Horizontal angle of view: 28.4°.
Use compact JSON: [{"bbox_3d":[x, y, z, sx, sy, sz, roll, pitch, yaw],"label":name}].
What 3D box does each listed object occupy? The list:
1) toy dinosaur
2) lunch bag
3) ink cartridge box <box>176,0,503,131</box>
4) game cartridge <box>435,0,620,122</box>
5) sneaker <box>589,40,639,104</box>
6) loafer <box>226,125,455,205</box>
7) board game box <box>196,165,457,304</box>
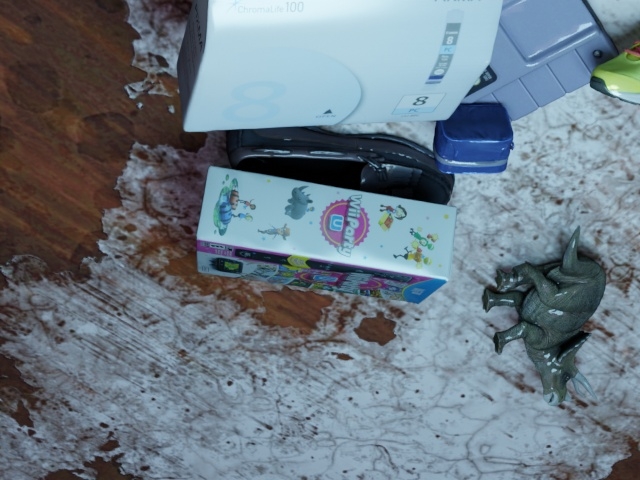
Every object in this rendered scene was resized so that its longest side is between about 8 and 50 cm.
[{"bbox_3d":[0.319,0.079,1.718,0.160,0.121,0.313,1,127,-13],"label":"toy dinosaur"},{"bbox_3d":[0.183,-0.117,1.500,0.099,0.067,0.065,1,138,-6],"label":"lunch bag"},{"bbox_3d":[0.036,-0.226,1.239,0.308,0.091,0.385,-3,162,-15],"label":"ink cartridge box"},{"bbox_3d":[0.160,-0.278,1.438,0.230,0.068,0.355,-30,123,20],"label":"game cartridge"},{"bbox_3d":[0.390,-0.216,1.437,0.209,0.081,0.094,-19,124,-27],"label":"sneaker"},{"bbox_3d":[0.024,-0.081,1.587,0.303,0.095,0.109,16,130,-10],"label":"loafer"},{"bbox_3d":[0.000,0.000,1.590,0.304,0.097,0.224,8,169,-3],"label":"board game box"}]
